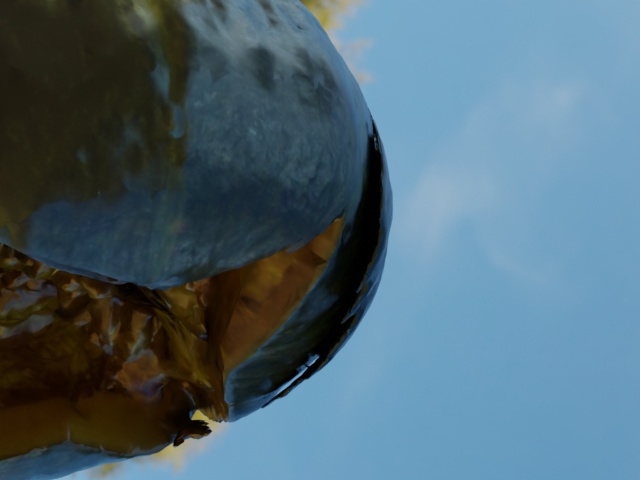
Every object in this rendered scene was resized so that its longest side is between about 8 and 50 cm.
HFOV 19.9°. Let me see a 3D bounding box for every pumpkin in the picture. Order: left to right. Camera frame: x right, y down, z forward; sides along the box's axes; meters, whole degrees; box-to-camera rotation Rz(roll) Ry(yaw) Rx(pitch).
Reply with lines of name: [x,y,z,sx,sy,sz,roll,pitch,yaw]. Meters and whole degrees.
pumpkin: [-0.126,-0.008,0.875,0.320,0.320,0.192,-50,-132,35]
